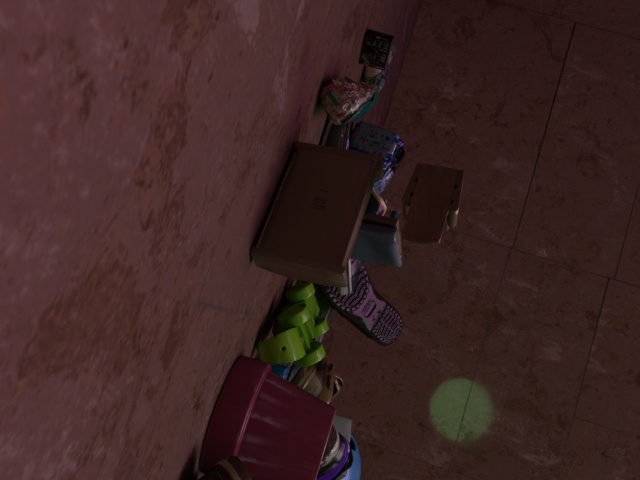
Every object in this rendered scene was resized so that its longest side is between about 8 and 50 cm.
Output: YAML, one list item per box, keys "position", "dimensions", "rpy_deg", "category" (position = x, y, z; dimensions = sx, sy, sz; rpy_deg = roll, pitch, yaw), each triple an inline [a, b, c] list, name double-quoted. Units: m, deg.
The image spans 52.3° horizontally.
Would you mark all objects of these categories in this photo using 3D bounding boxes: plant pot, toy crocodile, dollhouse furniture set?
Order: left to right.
- position: [-0.077, 0.311, 1.072]
  dimensions: [0.201, 0.180, 0.201]
  rpy_deg: [16, 90, -85]
  category: "plant pot"
- position: [-0.052, 0.175, 1.359]
  dimensions: [0.340, 0.105, 0.115]
  rpy_deg: [-74, 144, -74]
  category: "toy crocodile"
- position: [0.062, 0.029, 1.031]
  dimensions: [0.303, 0.286, 0.198]
  rpy_deg: [74, 32, -60]
  category: "dollhouse furniture set"

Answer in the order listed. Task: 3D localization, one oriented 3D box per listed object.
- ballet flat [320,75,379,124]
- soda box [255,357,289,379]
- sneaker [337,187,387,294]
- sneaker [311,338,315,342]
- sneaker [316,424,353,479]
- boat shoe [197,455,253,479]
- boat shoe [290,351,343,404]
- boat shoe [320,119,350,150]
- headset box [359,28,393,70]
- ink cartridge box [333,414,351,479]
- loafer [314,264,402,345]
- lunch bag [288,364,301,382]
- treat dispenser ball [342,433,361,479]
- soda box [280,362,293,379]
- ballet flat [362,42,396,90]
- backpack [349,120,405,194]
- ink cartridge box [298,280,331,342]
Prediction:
- position: [0.052, -0.256, 1.152]
  dimensions: [0.091, 0.077, 0.241]
  rpy_deg: [-41, -177, 15]
  category: "ballet flat"
- position: [-0.126, 0.342, 1.284]
  dimensions: [0.071, 0.067, 0.210]
  rpy_deg: [81, 26, -79]
  category: "soda box"
- position: [0.088, -0.035, 1.470]
  dimensions: [0.126, 0.127, 0.321]
  rpy_deg: [-122, -151, -77]
  category: "sneaker"
- position: [-0.060, 0.205, 1.562]
  dimensions: [0.051, 0.089, 0.170]
  rpy_deg: [-40, -150, -4]
  category: "sneaker"
- position: [-0.062, 0.452, 1.199]
  dimensions: [0.146, 0.293, 0.102]
  rpy_deg: [50, 11, -45]
  category: "sneaker"
- position: [-0.178, 0.411, 0.977]
  dimensions: [0.095, 0.095, 0.257]
  rpy_deg: [-22, 146, -37]
  category: "boat shoe"
- position: [-0.007, 0.357, 1.609]
  dimensions: [0.122, 0.110, 0.341]
  rpy_deg: [-59, 173, 6]
  category: "boat shoe"
- position: [0.027, -0.095, 1.312]
  dimensions: [0.112, 0.095, 0.335]
  rpy_deg: [-56, 162, -73]
  category: "boat shoe"
- position: [0.124, -0.423, 1.460]
  dimensions: [0.083, 0.062, 0.032]
  rpy_deg: [99, 10, -51]
  category: "headset box"
- position: [-0.042, 0.432, 1.373]
  dimensions: [0.128, 0.176, 0.127]
  rpy_deg: [125, -20, -47]
  category: "ink cartridge box"
- position: [0.069, 0.144, 1.708]
  dimensions: [0.134, 0.366, 0.130]
  rpy_deg: [-48, -150, -20]
  category: "loafer"
- position: [-0.078, 0.417, 1.937]
  dimensions: [0.151, 0.096, 0.129]
  rpy_deg: [-42, 169, -8]
  category: "lunch bag"
- position: [-0.047, 0.546, 1.570]
  dimensions: [0.288, 0.288, 0.288]
  rpy_deg: [17, 90, -85]
  category: "treat dispenser ball"
- position: [-0.101, 0.303, 1.480]
  dimensions: [0.183, 0.058, 0.063]
  rpy_deg: [-64, 170, -64]
  category: "soda box"
- position: [0.142, -0.451, 1.651]
  dimensions: [0.070, 0.070, 0.188]
  rpy_deg: [100, 7, -56]
  category: "ballet flat"
- position: [0.129, -0.215, 1.767]
  dimensions: [0.173, 0.158, 0.117]
  rpy_deg: [-60, 165, -7]
  category: "backpack"
- position: [-0.010, 0.148, 1.740]
  dimensions: [0.189, 0.097, 0.255]
  rpy_deg: [-66, 172, -51]
  category: "ink cartridge box"
